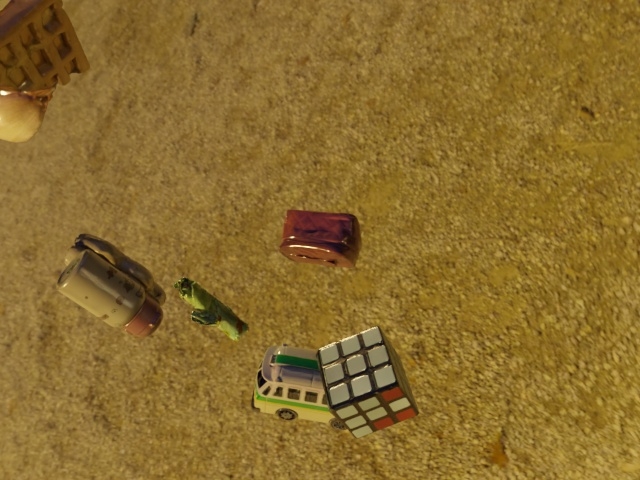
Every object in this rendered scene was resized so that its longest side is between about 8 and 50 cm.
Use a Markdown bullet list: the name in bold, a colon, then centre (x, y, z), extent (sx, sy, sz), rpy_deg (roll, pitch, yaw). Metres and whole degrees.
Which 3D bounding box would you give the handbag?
- **handbag**: centre (0.000, 0.000, 1.647), extent (0.225, 0.146, 0.135), rpy_deg (7, 71, 18)

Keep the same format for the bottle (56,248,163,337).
- **bottle**: centre (-0.456, 0.127, 1.330), extent (0.110, 0.233, 0.110), rpy_deg (-35, 30, 24)

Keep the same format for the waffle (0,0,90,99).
- **waffle**: centre (-0.767, -0.463, 1.543), extent (0.077, 0.304, 0.348), rpy_deg (32, 68, 9)

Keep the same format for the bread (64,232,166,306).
- **bread**: centre (-0.494, 0.112, 1.508), extent (0.183, 0.337, 0.102), rpy_deg (20, 64, 19)

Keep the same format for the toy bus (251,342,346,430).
- **toy bus**: centre (-0.020, 0.373, 1.555), extent (0.305, 0.179, 0.143), rpy_deg (10, 45, 2)

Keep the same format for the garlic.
- **garlic**: centre (-0.620, -0.254, 1.207), extent (0.207, 0.128, 0.115), rpy_deg (10, 113, 37)

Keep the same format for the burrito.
- **burrito**: centre (-0.324, 0.218, 1.784), extent (0.054, 0.288, 0.104), rpy_deg (-23, 35, 33)

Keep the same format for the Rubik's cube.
- **Rubik's cube**: centre (0.102, 0.313, 1.320), extent (0.163, 0.162, 0.160), rpy_deg (-23, 45, 8)
